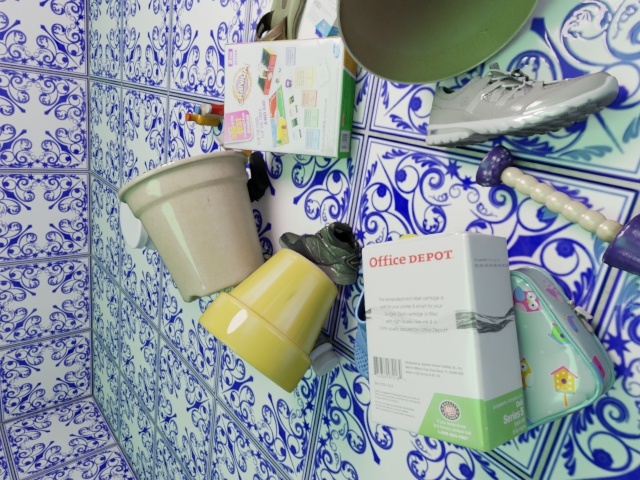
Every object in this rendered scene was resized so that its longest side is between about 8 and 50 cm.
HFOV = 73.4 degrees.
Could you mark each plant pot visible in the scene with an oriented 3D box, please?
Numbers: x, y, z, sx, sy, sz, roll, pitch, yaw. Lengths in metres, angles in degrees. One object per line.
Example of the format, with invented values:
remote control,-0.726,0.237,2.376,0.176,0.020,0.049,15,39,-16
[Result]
plant pot,0.159,-0.410,0.638,0.284,0.284,0.191,-34,50,45
plant pot,-0.292,-0.020,1.094,0.333,0.333,0.306,-21,89,47
plant pot,-0.092,0.159,0.942,0.254,0.239,0.254,35,163,12

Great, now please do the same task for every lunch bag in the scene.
lunch bag,0.283,0.176,0.677,0.279,0.107,0.224,-47,56,38

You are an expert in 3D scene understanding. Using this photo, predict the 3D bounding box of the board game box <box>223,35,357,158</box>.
board game box,-0.078,-0.317,0.964,0.316,0.064,0.242,12,106,28

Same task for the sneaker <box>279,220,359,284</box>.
sneaker,0.000,0.000,0.984,0.227,0.087,0.130,27,113,39

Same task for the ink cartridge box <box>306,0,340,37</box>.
ink cartridge box,0.034,-0.498,0.896,0.089,0.052,0.122,57,133,25

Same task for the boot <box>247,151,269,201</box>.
boot,-0.187,-0.172,1.196,0.099,0.045,0.121,-34,69,51

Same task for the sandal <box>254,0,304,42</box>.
sandal,-0.114,-0.506,1.032,0.120,0.086,0.303,32,118,41

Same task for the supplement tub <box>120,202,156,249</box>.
supplement tub,-0.451,-0.071,1.327,0.191,0.272,0.191,8,101,47

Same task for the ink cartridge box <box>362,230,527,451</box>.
ink cartridge box,0.172,0.134,0.635,0.198,0.114,0.273,-11,79,50

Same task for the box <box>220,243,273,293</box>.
box,-0.225,0.105,1.274,0.159,0.044,0.233,43,125,34

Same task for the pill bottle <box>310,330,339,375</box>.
pill bottle,-0.019,0.254,1.044,0.137,0.078,0.078,49,128,32

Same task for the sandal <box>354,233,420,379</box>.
sandal,0.114,0.140,0.841,0.126,0.138,0.318,28,118,40

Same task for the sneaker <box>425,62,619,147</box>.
sneaker,0.272,-0.212,0.635,0.281,0.105,0.115,2,97,48

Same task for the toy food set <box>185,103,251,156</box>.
toy food set,-0.293,-0.330,1.241,0.232,0.104,0.111,50,129,31

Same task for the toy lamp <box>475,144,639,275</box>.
toy lamp,0.347,-0.042,0.599,0.274,0.080,0.080,41,124,37
